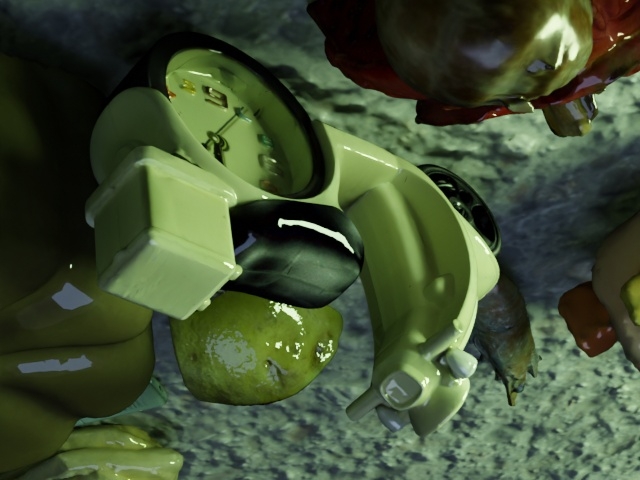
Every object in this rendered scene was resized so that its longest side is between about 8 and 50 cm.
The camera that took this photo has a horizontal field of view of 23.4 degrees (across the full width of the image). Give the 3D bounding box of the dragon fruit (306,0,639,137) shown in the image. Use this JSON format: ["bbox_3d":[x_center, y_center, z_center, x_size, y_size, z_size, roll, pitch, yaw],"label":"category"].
[{"bbox_3d":[0.168,-0.150,1.076,0.205,0.152,0.317,27,131,-37],"label":"dragon fruit"}]

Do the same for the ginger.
[{"bbox_3d":[0.059,-0.268,0.871,0.176,0.256,0.375,-23,132,-24],"label":"ginger"}]

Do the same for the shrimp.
[{"bbox_3d":[0.141,0.092,1.472,0.126,0.047,0.223,-9,138,16],"label":"shrimp"}]

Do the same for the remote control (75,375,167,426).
[{"bbox_3d":[-0.216,0.161,1.538,0.124,0.018,0.053,-15,143,12],"label":"remote control"}]

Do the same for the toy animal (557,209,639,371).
[{"bbox_3d":[0.339,0.008,1.295,0.195,0.169,0.281,-30,161,-48],"label":"toy animal"}]

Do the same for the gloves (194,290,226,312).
[{"bbox_3d":[-0.088,0.000,1.285,0.144,0.094,0.110,-30,149,0],"label":"gloves"}]

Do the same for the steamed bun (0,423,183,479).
[{"bbox_3d":[-0.318,0.354,1.652,0.247,0.189,0.428,20,137,-18],"label":"steamed bun"}]

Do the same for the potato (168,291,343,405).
[{"bbox_3d":[-0.061,0.087,1.412,0.149,0.081,0.120,-12,144,9],"label":"potato"}]

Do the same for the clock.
[{"bbox_3d":[0.000,0.000,1.155,0.379,0.276,0.120,24,128,-29],"label":"clock"}]

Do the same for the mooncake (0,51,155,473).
[{"bbox_3d":[-0.303,0.041,1.160,0.378,0.201,0.378,-17,150,-10],"label":"mooncake"}]
